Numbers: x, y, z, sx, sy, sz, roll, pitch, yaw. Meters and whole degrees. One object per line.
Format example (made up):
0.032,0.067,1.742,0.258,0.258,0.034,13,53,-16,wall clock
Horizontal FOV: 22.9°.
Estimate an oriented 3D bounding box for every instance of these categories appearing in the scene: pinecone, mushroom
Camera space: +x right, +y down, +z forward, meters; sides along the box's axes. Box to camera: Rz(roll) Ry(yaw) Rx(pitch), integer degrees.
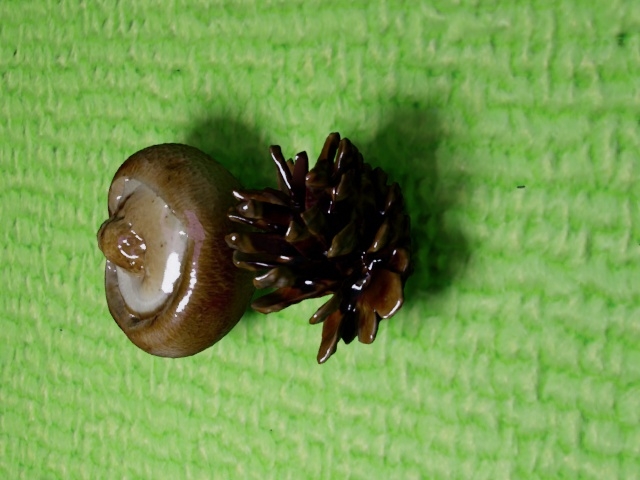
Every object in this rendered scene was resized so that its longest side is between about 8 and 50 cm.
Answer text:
-0.002,-0.001,1.652,0.202,0.201,0.229,-36,34,16,pinecone
-0.167,0.010,1.855,0.253,0.153,0.253,5,97,49,mushroom
